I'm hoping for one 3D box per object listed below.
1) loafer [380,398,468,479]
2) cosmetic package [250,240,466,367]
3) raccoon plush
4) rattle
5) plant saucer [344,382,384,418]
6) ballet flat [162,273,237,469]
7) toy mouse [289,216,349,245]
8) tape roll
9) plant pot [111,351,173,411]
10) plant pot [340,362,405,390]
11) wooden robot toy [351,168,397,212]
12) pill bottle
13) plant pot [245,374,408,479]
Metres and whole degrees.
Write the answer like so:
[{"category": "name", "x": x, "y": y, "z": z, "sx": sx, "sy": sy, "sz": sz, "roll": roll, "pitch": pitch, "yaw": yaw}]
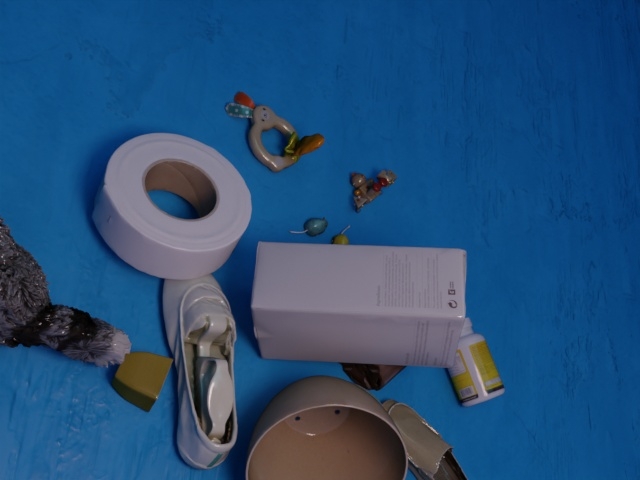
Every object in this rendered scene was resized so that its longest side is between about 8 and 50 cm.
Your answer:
[{"category": "loafer", "x": 0.221, "y": 0.433, "z": 1.724, "sx": 0.268, "sy": 0.092, "sz": 0.102, "roll": 51, "pitch": 51, "yaw": -3}, {"category": "cosmetic package", "x": 0.070, "y": 0.123, "z": 1.582, "sx": 0.385, "sy": 0.217, "sz": 0.156, "roll": 4, "pitch": 56, "yaw": 3}, {"category": "raccoon plush", "x": -0.531, "y": 0.030, "z": 1.401, "sx": 0.446, "sy": 0.216, "sz": 0.299, "roll": 36, "pitch": 38, "yaw": -43}, {"category": "rattle", "x": -0.103, "y": -0.256, "z": 1.813, "sx": 0.130, "sy": 0.143, "sz": 0.200, "roll": -31, "pitch": 93, "yaw": -21}, {"category": "plant saucer", "x": 0.073, "y": 0.334, "z": 1.691, "sx": 0.119, "sy": 0.021, "sz": 0.119, "roll": 24, "pitch": 23, "yaw": -11}, {"category": "ballet flat", "x": -0.203, "y": 0.207, "z": 1.527, "sx": 0.139, "sy": 0.139, "sz": 0.400, "roll": 7, "pitch": 65, "yaw": -31}, {"category": "toy mouse", "x": 0.000, "y": 0.000, "z": 1.822, "sx": 0.143, "sy": 0.031, "sz": 0.161, "roll": 25, "pitch": 56, "yaw": -22}, {"category": "tape roll", "x": -0.278, "y": -0.068, "z": 1.585, "sx": 0.286, "sy": 0.100, "sz": 0.286, "roll": 16, "pitch": 48, "yaw": -19}, {"category": "plant pot", "x": -0.317, "y": 0.240, "z": 1.471, "sx": 0.083, "sy": 0.081, "sz": 0.081, "roll": 24, "pitch": 56, "yaw": -8}, {"category": "plant pot", "x": 0.128, "y": 0.211, "z": 1.735, "sx": 0.165, "sy": 0.167, "sz": 0.167, "roll": -40, "pitch": 93, "yaw": -31}, {"category": "wooden robot toy", "x": 0.110, "y": -0.136, "z": 1.940, "sx": 0.079, "sy": 0.076, "sz": 0.173, "roll": 45, "pitch": 50, "yaw": 7}, {"category": "pill bottle", "x": 0.331, "y": 0.269, "z": 1.868, "sx": 0.103, "sy": 0.103, "sz": 0.184, "roll": -10, "pitch": 75, "yaw": -36}, {"category": "plant pot", "x": 0.000, "y": 0.357, "z": 1.532, "sx": 0.284, "sy": 0.284, "sz": 0.191, "roll": 28, "pitch": 20, "yaw": -20}]
